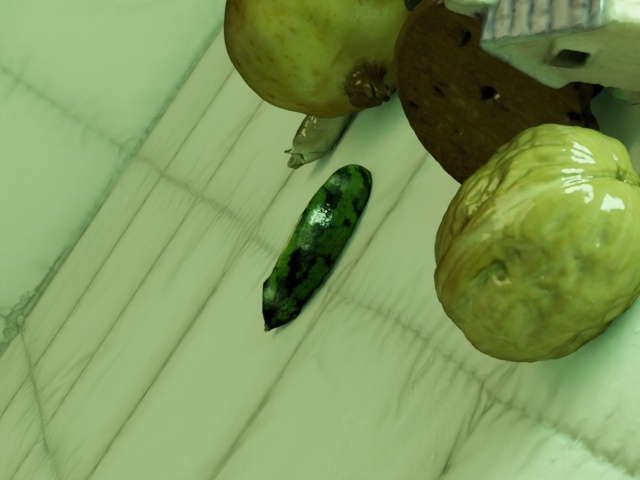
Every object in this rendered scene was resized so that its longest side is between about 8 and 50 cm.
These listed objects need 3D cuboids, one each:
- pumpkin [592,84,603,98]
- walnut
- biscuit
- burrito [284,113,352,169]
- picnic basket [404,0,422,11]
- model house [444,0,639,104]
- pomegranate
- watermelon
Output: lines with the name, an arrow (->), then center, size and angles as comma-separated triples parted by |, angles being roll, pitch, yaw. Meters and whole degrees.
pumpkin -> 0.190, -0.204, 1.341 | 0.194, 0.194, 0.150 | -24, 36, 62
walnut -> 0.159, 0.006, 1.085 | 0.184, 0.155, 0.155 | -49, 17, 31
biscuit -> 0.150, -0.123, 1.283 | 0.036, 0.212, 0.212 | -36, 2, -36
burrito -> 0.036, -0.215, 2.064 | 0.275, 0.059, 0.082 | -59, 9, -12
picnic basket -> 0.200, -0.321, 1.550 | 0.297, 0.222, 0.129 | -31, 46, 57
model house -> 0.202, -0.229, 1.134 | 0.202, 0.237, 0.237 | 128, 151, -76
pomegranate -> 0.015, -0.304, 1.912 | 0.307, 0.307, 0.307 | -50, 17, 21
watermelon -> -0.005, -0.002, 1.775 | 0.245, 0.063, 0.119 | -62, 3, -17
